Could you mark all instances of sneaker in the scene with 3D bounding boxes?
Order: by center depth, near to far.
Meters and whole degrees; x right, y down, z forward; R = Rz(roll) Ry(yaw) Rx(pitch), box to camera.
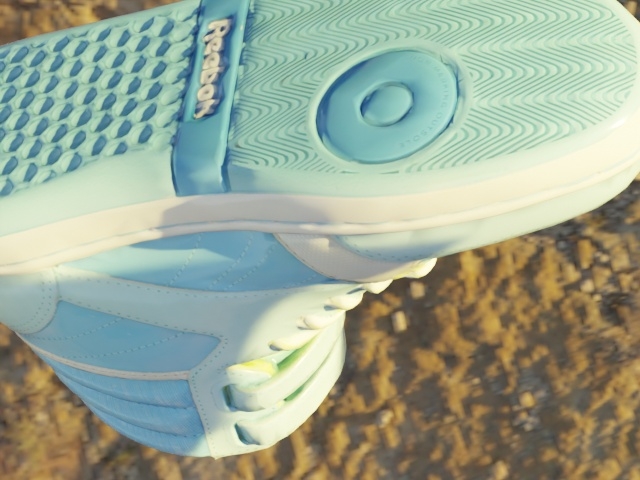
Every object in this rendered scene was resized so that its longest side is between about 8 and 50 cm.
[{"bbox_3d":[0.000,0.000,0.647,0.319,0.208,0.127,-4,51,26],"label":"sneaker"}]
